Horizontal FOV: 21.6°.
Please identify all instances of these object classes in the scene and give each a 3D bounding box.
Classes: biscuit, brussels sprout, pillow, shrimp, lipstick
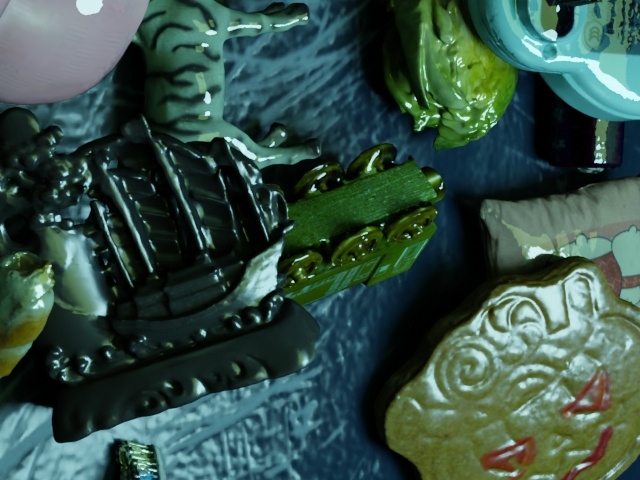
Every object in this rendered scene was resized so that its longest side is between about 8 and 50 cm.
[{"bbox_3d":[0.200,0.150,1.569,0.273,0.049,0.257,-39,118,-3],"label":"biscuit"},{"bbox_3d":[0.116,-0.179,1.510,0.139,0.100,0.181,-8,82,-39],"label":"brussels sprout"},{"bbox_3d":[0.253,0.045,1.632,0.236,0.084,0.223,-16,109,-28],"label":"pillow"},{"bbox_3d":[-0.283,0.037,1.211,0.166,0.049,0.161,38,113,-12],"label":"shrimp"},{"bbox_3d":[0.261,-0.215,1.625,0.081,0.081,0.299,0,94,-38],"label":"lipstick"}]

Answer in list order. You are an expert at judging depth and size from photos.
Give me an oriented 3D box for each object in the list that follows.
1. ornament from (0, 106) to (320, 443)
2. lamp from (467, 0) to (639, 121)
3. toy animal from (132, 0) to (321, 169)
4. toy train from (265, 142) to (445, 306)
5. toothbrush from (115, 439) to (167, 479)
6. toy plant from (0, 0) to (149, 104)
[{"bbox_3d":[-0.145,0.004,1.264,0.251,0.106,0.260,-17,107,5],"label":"ornament"},{"bbox_3d":[0.255,-0.213,1.495,0.284,0.147,0.209,2,89,-45],"label":"lamp"},{"bbox_3d":[-0.090,-0.158,1.359,0.170,0.090,0.255,-26,104,-21],"label":"toy animal"},{"bbox_3d":[0.000,0.000,1.412,0.226,0.137,0.090,-20,68,-30],"label":"toy train"},{"bbox_3d":[-0.134,0.350,1.292,0.042,0.035,0.413,15,56,-33],"label":"toothbrush"},{"bbox_3d":[-0.302,-0.195,1.117,0.317,0.210,0.356,-46,149,25],"label":"toy plant"}]
